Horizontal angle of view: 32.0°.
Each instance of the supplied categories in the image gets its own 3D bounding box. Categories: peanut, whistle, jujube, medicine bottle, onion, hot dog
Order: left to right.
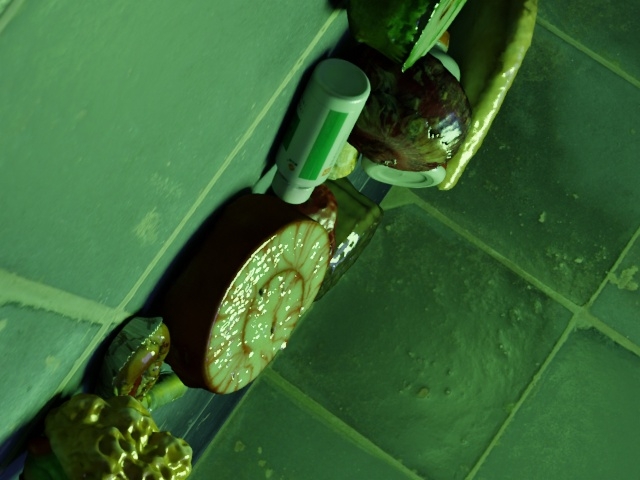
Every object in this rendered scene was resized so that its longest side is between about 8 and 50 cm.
[{"bbox_3d":[-0.285,0.199,1.659,0.131,0.069,0.252,-51,174,-39],"label":"hot dog"},{"bbox_3d":[-0.309,0.275,1.941,0.326,0.068,0.057,-16,96,-80],"label":"whistle"},{"bbox_3d":[-0.041,-0.015,2.014,0.155,0.155,0.230,-51,171,-35],"label":"jujube"},{"bbox_3d":[-0.008,-0.162,1.738,0.095,0.095,0.260,-49,171,-44],"label":"medicine bottle"},{"bbox_3d":[0.038,-0.183,2.010,0.087,0.087,0.206,-51,171,-35],"label":"peanut"},{"bbox_3d":[0.127,-0.209,1.800,0.190,0.246,0.246,-56,174,-14],"label":"onion"},{"bbox_3d":[0.171,-0.254,2.060,0.157,0.157,0.288,94,5,-78],"label":"medicine bottle"}]

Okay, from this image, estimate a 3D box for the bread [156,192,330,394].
[{"bbox_3d":[-0.122,0.083,1.768,0.327,0.114,0.295,-52,154,-19],"label":"bread"}]

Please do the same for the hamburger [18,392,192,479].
[{"bbox_3d":[-0.288,0.299,1.522,0.149,0.237,0.237,-57,173,22],"label":"hamburger"}]

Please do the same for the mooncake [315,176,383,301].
[{"bbox_3d":[0.000,0.000,2.336,0.290,0.161,0.290,-52,173,-9],"label":"mooncake"}]

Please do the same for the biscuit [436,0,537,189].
[{"bbox_3d":[0.291,-0.365,2.223,0.446,0.104,0.429,-64,-162,17],"label":"biscuit"}]

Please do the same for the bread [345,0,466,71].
[{"bbox_3d":[0.158,-0.403,1.570,0.366,0.129,0.382,-55,175,-24],"label":"bread"}]
